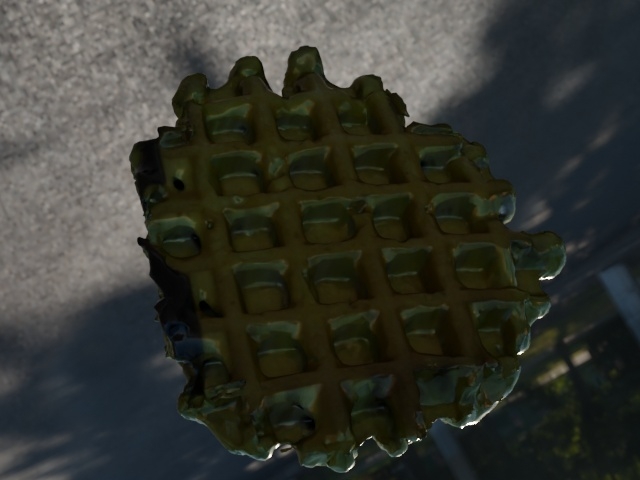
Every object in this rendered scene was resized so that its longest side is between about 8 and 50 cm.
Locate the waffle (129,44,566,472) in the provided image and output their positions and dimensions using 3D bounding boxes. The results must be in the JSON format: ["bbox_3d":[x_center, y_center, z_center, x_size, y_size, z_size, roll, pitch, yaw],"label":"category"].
[{"bbox_3d":[0.001,-0.002,0.734,0.307,0.312,0.060,-35,156,-34],"label":"waffle"}]
